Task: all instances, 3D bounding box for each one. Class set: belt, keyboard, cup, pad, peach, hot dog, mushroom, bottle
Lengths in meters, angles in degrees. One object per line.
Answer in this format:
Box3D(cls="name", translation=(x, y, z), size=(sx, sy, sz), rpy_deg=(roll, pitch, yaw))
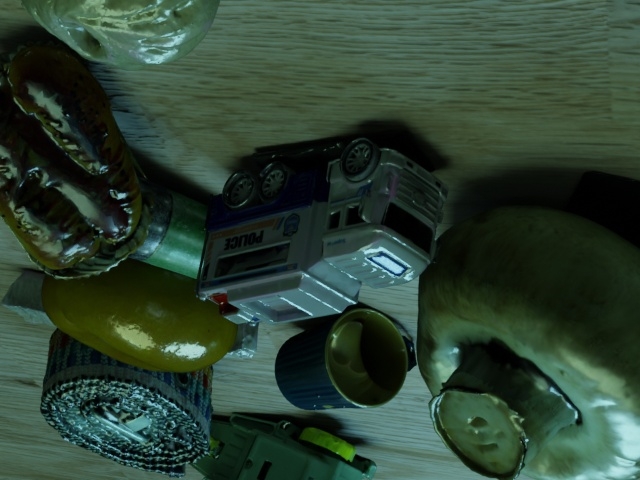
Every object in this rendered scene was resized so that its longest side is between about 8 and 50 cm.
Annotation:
Box3D(cls="belt", translation=(-0.275, 0.218, 2.057), size=(0.206, 0.161, 0.295), rpy_deg=(-32, 132, 32))
Box3D(cls="keyboard", translation=(0.023, -0.086, 1.483), size=(0.196, 0.015, 0.074), rpy_deg=(-5, 152, 33))
Box3D(cls="cup", translation=(0.039, 0.167, 1.869), size=(0.176, 0.131, 0.155), rpy_deg=(0, 169, -35))
Box3D(cls="pad", translation=(0.318, -0.026, 1.478), size=(0.112, 0.003, 0.157), rpy_deg=(13, 154, 0))
Box3D(cls="peach", translation=(-0.229, 0.085, 1.742), size=(0.251, 0.153, 0.251), rpy_deg=(9, 173, 1))
Box3D(cls="hot dog", translation=(-0.277, -0.079, 1.439), size=(0.162, 0.082, 0.270), rpy_deg=(-29, 123, -7))
Box3D(cls="mushroom", translation=(0.241, 0.120, 1.475), size=(0.352, 0.260, 0.352), rpy_deg=(33, 147, 24))
Box3D(cls="bottle", translation=(-0.251, -0.041, 1.573), size=(0.330, 0.093, 0.093), rpy_deg=(22, 153, -31))

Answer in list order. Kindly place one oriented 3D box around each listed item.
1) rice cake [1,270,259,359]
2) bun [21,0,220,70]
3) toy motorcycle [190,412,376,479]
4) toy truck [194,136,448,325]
Box3D(cls="rice cake", translation=(-0.262, 0.108, 1.922), size=(0.364, 0.073, 0.056), rpy_deg=(9, 156, 7))
Box3D(cls="bun", translation=(-0.185, -0.222, 1.189), size=(0.193, 0.128, 0.178), rpy_deg=(5, 154, 19))
Box3D(cls="toy motorcycle", translation=(-0.077, 0.392, 2.308), size=(0.326, 0.191, 0.200), rpy_deg=(18, 168, 36))
Box3D(cls="toy truck", translation=(0.000, 0.000, 1.473), size=(0.268, 0.155, 0.124), rpy_deg=(-12, 148, 42))
